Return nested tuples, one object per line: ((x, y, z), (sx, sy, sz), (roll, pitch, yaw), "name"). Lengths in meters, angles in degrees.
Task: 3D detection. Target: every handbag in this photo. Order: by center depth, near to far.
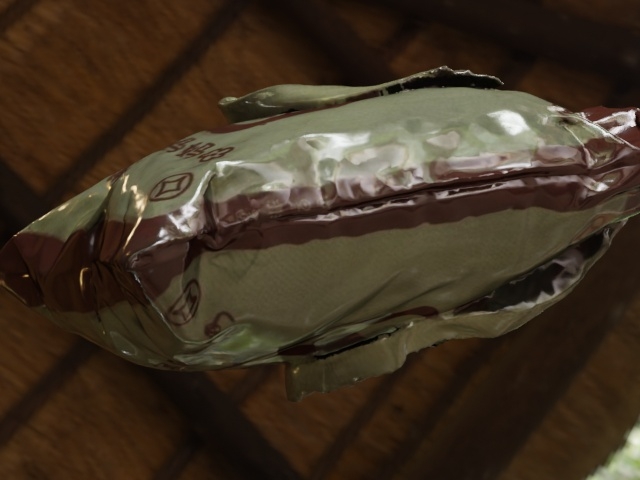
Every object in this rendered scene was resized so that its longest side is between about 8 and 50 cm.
((0.000, 0.000, 0.601), (0.235, 0.213, 0.127), (-5, -96, -23), "handbag")
